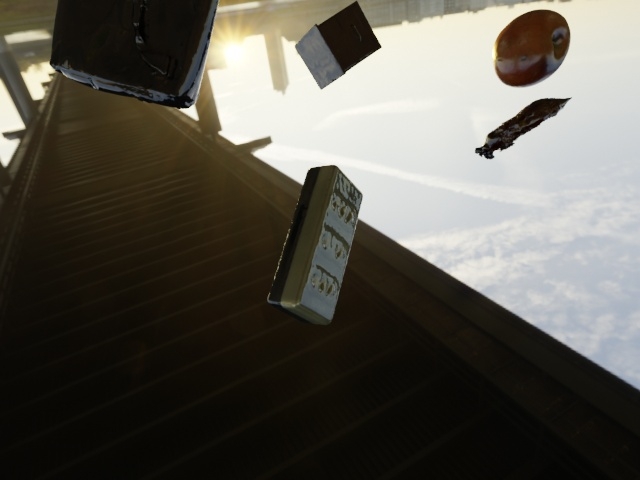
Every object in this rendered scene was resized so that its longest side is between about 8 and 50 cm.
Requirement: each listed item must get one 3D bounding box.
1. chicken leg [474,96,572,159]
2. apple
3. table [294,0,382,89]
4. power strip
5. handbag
[{"bbox_3d":[0.488,-0.280,1.019,0.234,0.063,0.105,-35,175,37],"label":"chicken leg"},{"bbox_3d":[0.727,-0.657,1.437,0.254,0.253,0.253,-6,-150,4],"label":"apple"},{"bbox_3d":[0.062,-0.639,1.369,0.193,0.169,0.173,-41,-162,-21],"label":"table"},{"bbox_3d":[0.000,0.000,0.677,0.070,0.105,0.256,0,-115,34],"label":"power strip"},{"bbox_3d":[-0.260,-0.345,0.604,0.245,0.274,0.088,17,-171,11],"label":"handbag"}]
